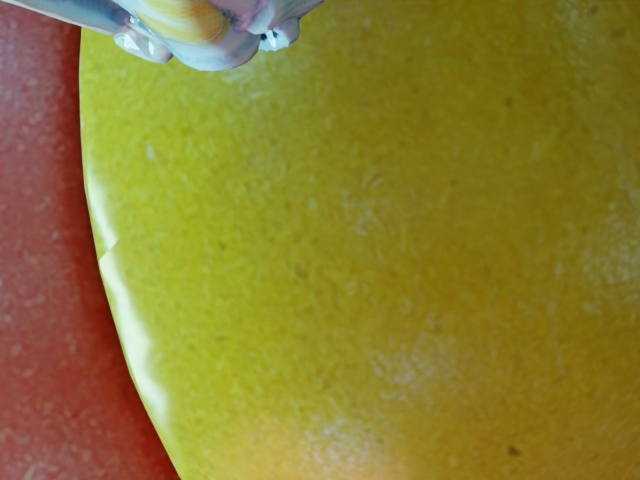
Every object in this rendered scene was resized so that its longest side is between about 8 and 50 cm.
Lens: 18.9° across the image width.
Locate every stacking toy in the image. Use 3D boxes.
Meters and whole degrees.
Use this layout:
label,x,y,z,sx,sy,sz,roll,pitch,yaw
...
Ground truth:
label,x,y,z,sx,sy,sz,roll,pitch,yaw
stacking toy,0.000,0.000,0.473,0.479,0.351,0.350,-10,157,31

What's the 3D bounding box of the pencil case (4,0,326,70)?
label,x,y,z,sx,sy,sz,roll,pitch,yaw
pencil case,-0.113,-0.114,0.360,0.273,0.113,0.124,14,127,21
